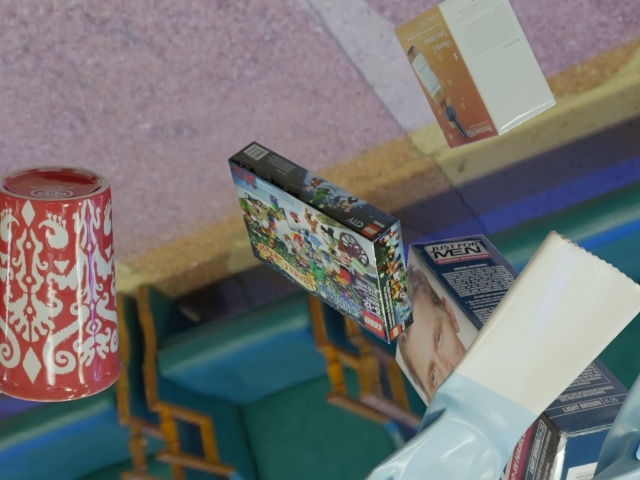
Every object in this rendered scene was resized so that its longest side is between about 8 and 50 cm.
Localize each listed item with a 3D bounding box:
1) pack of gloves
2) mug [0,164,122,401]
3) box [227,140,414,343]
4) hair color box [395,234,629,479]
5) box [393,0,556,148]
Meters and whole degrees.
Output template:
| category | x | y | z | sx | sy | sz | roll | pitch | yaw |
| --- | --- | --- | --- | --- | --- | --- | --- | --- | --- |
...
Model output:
| category | x | y | z | sx | sy | sz | roll | pitch | yaw |
| --- | --- | --- | --- | --- | --- | --- | --- | --- | --- |
| pack of gloves | 0.132 | 0.134 | 0.622 | 0.195 | 0.046 | 0.232 | 29 | 105 | -31 |
| mug | -0.232 | 0.035 | 0.892 | 0.150 | 0.113 | 0.169 | -14 | 118 | -41 |
| box | 0.000 | 0.000 | 1.243 | 0.044 | 0.233 | 0.159 | -38 | 138 | -26 |
| hair color box | 0.200 | 0.156 | 1.184 | 0.105 | 0.347 | 0.174 | -7 | 122 | -19 |
| box | 0.185 | -0.212 | 1.335 | 0.091 | 0.171 | 0.130 | -29 | -174 | -20 |
